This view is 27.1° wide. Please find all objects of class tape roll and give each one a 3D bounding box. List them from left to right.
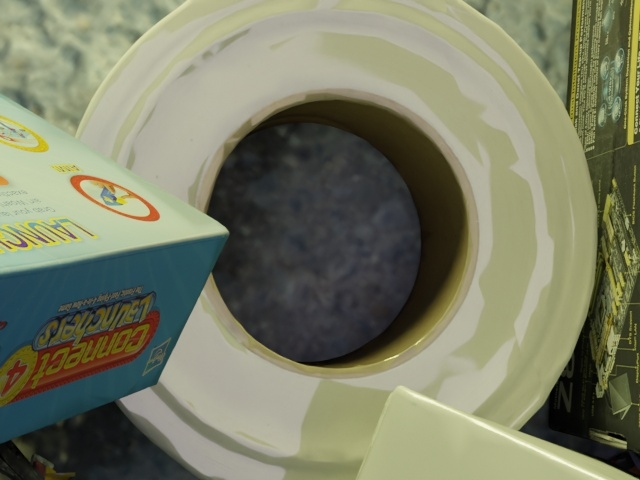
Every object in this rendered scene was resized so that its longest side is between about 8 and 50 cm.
[{"bbox_3d":[0.000,0.000,0.721,0.286,0.100,0.286,1,88,-12],"label":"tape roll"}]

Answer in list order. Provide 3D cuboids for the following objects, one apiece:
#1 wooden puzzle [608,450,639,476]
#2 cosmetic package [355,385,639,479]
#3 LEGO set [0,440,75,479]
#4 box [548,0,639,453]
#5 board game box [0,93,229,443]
[{"bbox_3d":[0.175,0.159,0.794,0.083,0.006,0.049,-29,93,-11],"label":"wooden puzzle"},{"bbox_3d":[0.150,0.185,0.605,0.225,0.224,0.138,24,88,-49],"label":"cosmetic package"},{"bbox_3d":[-0.250,0.094,0.499,0.255,0.331,0.192,44,115,-9],"label":"LEGO set"},{"bbox_3d":[0.212,-0.085,0.655,0.097,0.318,0.394,5,85,-12],"label":"box"},{"bbox_3d":[-0.235,-0.029,0.521,0.302,0.308,0.086,31,104,16],"label":"board game box"}]
